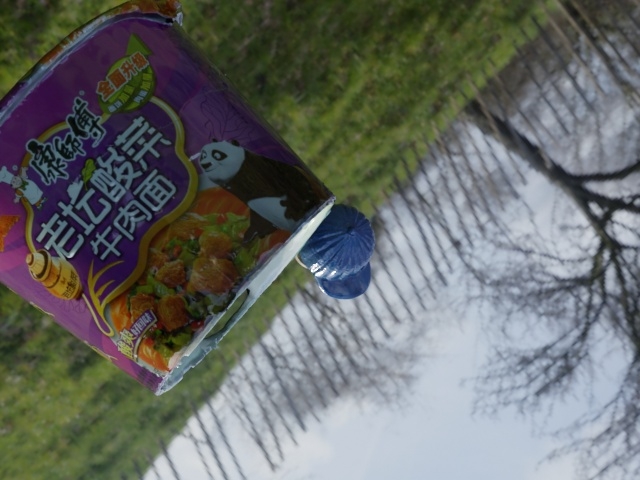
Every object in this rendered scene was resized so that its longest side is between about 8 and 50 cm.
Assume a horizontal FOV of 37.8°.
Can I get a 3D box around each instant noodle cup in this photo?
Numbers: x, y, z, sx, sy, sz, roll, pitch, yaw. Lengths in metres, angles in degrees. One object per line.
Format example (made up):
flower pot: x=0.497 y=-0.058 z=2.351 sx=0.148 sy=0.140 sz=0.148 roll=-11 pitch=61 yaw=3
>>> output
instant noodle cup: x=-0.119 y=-0.021 z=0.685 sx=0.251 sy=0.190 sz=0.251 roll=-48 pitch=177 yaw=-3

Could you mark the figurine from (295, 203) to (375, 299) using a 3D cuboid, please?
figurine: x=0.000 y=0.000 z=0.915 sx=0.149 sy=0.086 sz=0.087 roll=30 pitch=-79 yaw=61
